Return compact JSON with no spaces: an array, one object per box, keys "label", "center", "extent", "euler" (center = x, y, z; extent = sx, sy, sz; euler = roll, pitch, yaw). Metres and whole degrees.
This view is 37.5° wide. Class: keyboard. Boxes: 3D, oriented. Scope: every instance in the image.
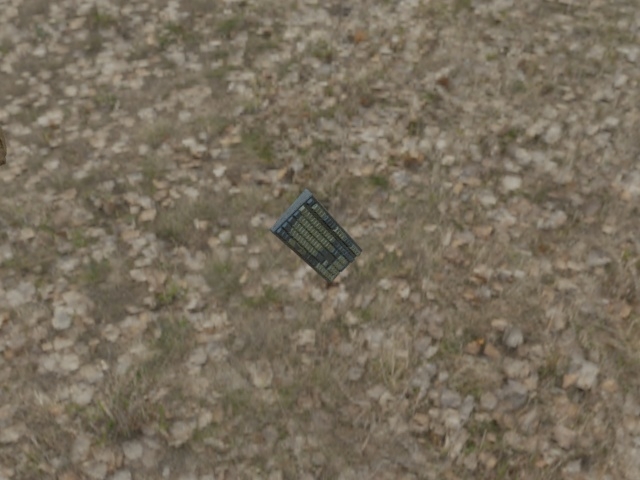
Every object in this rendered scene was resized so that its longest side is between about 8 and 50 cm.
[{"label":"keyboard","center":[-0.001,0.000,0.982],"extent":[0.055,0.176,0.014],"euler":[-45,63,0]}]

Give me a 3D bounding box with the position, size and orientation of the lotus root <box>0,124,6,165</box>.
[{"label":"lotus root","center":[-0.411,-0.112,1.018],"extent":[0.135,0.159,0.095],"euler":[-10,87,10]}]
